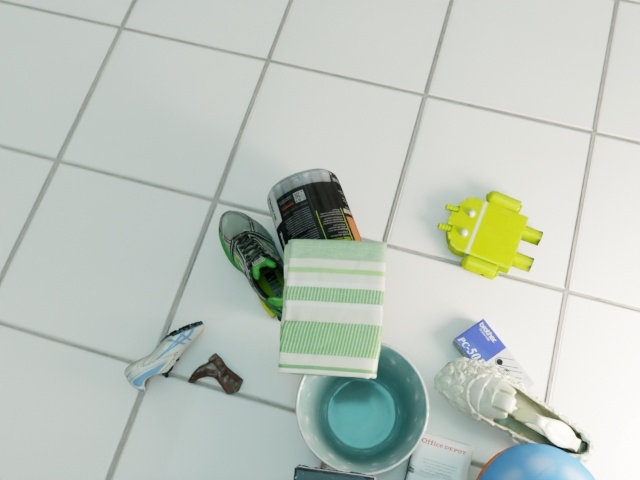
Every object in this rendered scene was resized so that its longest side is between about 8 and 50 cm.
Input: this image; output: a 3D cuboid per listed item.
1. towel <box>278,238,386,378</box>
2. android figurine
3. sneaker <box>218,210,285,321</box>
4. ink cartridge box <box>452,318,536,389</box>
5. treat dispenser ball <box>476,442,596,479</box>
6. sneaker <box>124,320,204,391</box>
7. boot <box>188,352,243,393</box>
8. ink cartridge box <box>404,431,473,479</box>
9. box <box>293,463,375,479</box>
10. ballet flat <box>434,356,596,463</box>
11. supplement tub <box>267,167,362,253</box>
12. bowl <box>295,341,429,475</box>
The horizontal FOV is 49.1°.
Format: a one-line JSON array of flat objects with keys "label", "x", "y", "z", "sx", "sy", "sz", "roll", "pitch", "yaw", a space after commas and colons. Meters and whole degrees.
[{"label": "towel", "x": 0.027, "y": 0.159, "z": 1.667, "sx": 0.247, "sy": 0.038, "sz": 0.325, "roll": 3, "pitch": 76, "yaw": 4}, {"label": "android figurine", "x": 0.457, "y": -0.019, "z": 1.906, "sx": 0.272, "sy": 0.056, "sz": 0.248, "roll": 24, "pitch": 71, "yaw": 10}, {"label": "sneaker", "x": -0.159, "y": 0.047, "z": 1.860, "sx": 0.134, "sy": 0.146, "sz": 0.344, "roll": -34, "pitch": 70, "yaw": -10}, {"label": "ink cartridge box", "x": 0.437, "y": 0.311, "z": 1.777, "sx": 0.097, "sy": 0.046, "sz": 0.207, "roll": -33, "pitch": 70, "yaw": -11}, {"label": "treat dispenser ball", "x": 0.474, "y": 0.592, "z": 1.533, "sx": 0.288, "sy": 0.288, "sz": 0.288, "roll": -1, "pitch": 68, "yaw": 2}, {"label": "sneaker", "x": -0.392, "y": 0.296, "z": 1.814, "sx": 0.237, "sy": 0.085, "sz": 0.086, "roll": -39, "pitch": 98, "yaw": -16}, {"label": "boot", "x": -0.267, "y": 0.362, "z": 1.800, "sx": 0.106, "sy": 0.037, "sz": 0.114, "roll": -43, "pitch": 77, "yaw": -11}, {"label": "ink cartridge box", "x": 0.272, "y": 0.566, "z": 1.663, "sx": 0.139, "sy": 0.082, "sz": 0.191, "roll": 14, "pitch": 68, "yaw": 8}, {"label": "box", "x": 0.018, "y": 0.660, "z": 1.524, "sx": 0.182, "sy": 0.294, "sz": 0.297, "roll": 7, "pitch": 69, "yaw": 3}, {"label": "ballet flat", "x": 0.469, "y": 0.399, "z": 1.652, "sx": 0.408, "sy": 0.147, "sz": 0.147, "roll": 29, "pitch": 72, "yaw": 1}, {"label": "supplement tub", "x": 0.000, "y": 0.000, "z": 1.838, "sx": 0.207, "sy": 0.207, "sz": 0.338, "roll": -18, "pitch": 68, "yaw": -4}, {"label": "bowl", "x": 0.098, "y": 0.410, "z": 1.692, "sx": 0.311, "sy": 0.163, "sz": 0.312, "roll": -1, "pitch": 68, "yaw": 2}]
